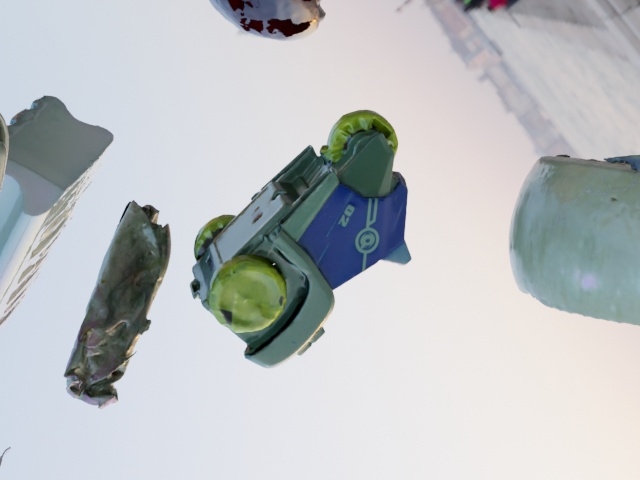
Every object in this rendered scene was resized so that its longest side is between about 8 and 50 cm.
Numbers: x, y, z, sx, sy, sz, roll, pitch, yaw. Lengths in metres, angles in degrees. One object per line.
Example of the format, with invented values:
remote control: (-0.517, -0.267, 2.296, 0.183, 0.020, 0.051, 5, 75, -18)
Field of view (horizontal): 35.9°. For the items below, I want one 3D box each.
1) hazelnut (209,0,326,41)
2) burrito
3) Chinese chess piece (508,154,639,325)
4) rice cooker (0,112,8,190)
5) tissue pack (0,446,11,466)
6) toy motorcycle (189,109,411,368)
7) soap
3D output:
hazelnut: (-0.057, -0.324, 1.184, 0.170, 0.160, 0.202, 26, -168, -35)
burrito: (-0.291, 0.090, 1.442, 0.096, 0.309, 0.066, 22, 166, -23)
Chinese chess piece: (0.353, 0.001, 0.921, 0.349, 0.146, 0.349, 7, -174, -1)
rice cooker: (-0.343, -0.061, 0.745, 0.127, 0.145, 0.206, 34, -158, 32)
tissue pack: (-0.378, 0.327, 1.051, 0.026, 0.122, 0.193, 22, -134, -20)
toy motorcycle: (0.000, 0.000, 1.253, 0.200, 0.326, 0.191, 46, -175, -23)
soap: (-0.410, 0.003, 1.253, 0.115, 0.347, 0.208, 34, -150, -6)
